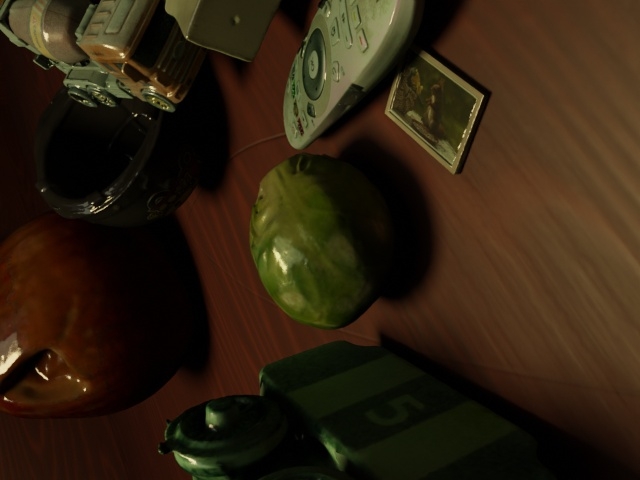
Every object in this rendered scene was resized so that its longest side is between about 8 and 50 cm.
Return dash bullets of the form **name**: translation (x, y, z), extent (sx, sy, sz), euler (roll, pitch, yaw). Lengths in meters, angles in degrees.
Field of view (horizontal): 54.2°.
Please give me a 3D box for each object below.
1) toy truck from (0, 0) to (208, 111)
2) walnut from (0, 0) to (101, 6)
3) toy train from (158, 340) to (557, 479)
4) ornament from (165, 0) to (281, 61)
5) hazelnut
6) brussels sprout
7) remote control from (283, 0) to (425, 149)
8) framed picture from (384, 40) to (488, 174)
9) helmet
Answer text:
- **toy truck**: translation (-0.255, -0.229, 0.713), extent (0.257, 0.140, 0.108), euler (14, 77, 39)
- **walnut**: translation (-0.369, -0.430, 0.806), extent (0.344, 0.306, 0.306), euler (11, 112, 51)
- **toy train**: translation (0.017, 0.198, 0.461), extent (0.299, 0.238, 0.166), euler (25, 124, 58)
- **ornament**: translation (-0.122, -0.288, 0.612), extent (0.130, 0.120, 0.285), euler (-40, 65, 36)
- **hazelnut**: translation (-0.426, 0.116, 1.109), extent (0.429, 0.402, 0.401), euler (24, 123, 62)
- **brussels sprout**: translation (-0.003, 0.001, 0.534), extent (0.155, 0.118, 0.155), euler (41, 144, 38)
- **remote control**: translation (0.018, -0.149, 0.504), extent (0.256, 0.045, 0.097), euler (151, 116, -64)
- **framed picture**: translation (0.081, -0.098, 0.454), extent (0.089, 0.007, 0.066), euler (52, 143, 36)
- **helmet**: translation (-0.262, -0.125, 0.865), extent (0.279, 0.160, 0.230), euler (36, 93, 42)
